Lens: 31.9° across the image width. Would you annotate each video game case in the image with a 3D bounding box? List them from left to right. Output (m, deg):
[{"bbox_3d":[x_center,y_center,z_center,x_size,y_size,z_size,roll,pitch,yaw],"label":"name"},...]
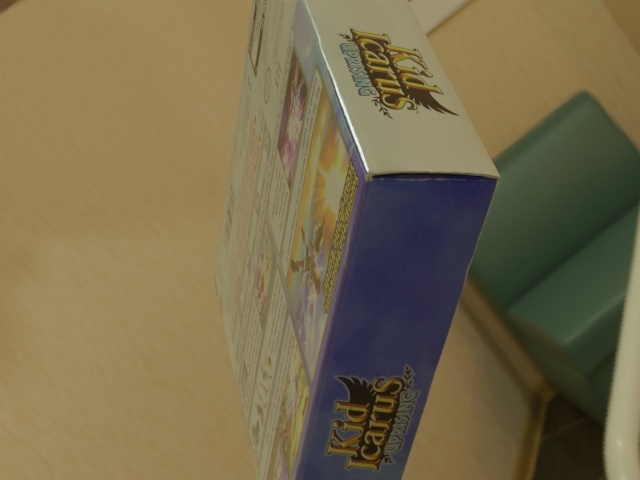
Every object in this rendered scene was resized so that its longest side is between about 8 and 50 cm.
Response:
[{"bbox_3d":[0.000,0.000,0.597,0.244,0.061,0.269,-106,21,-48],"label":"video game case"}]
